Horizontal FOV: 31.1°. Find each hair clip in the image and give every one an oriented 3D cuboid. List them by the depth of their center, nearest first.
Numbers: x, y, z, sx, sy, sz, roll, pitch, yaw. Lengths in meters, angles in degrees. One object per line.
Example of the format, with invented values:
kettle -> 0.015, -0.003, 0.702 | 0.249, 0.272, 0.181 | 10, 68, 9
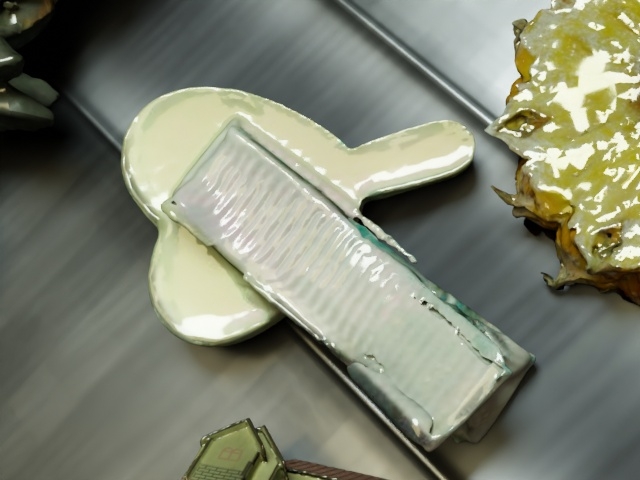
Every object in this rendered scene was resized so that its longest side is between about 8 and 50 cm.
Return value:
hair clip -> 0.002, -0.002, 0.525 | 0.218, 0.071, 0.159 | 39, 86, 20

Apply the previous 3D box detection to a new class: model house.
model house -> -0.009, 0.111, 0.501 | 0.083, 0.057, 0.058 | 8, 38, 23

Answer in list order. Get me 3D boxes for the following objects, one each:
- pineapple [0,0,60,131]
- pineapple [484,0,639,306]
pineapple -> -0.181, -0.175, 0.582 | 0.223, 0.223, 0.357 | 22, 90, 24
pineapple -> 0.177, -0.061, 0.493 | 0.221, 0.047, 0.221 | -6, 71, 17
